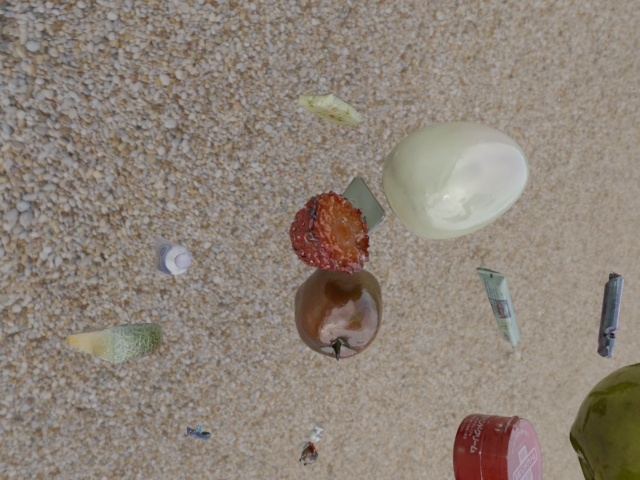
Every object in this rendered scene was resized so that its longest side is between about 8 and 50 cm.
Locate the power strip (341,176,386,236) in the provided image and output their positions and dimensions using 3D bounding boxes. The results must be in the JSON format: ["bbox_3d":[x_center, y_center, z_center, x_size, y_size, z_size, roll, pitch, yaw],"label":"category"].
[{"bbox_3d":[0.139,-0.090,1.652,0.064,0.213,0.198,7,133,-40],"label":"power strip"}]

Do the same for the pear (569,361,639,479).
[{"bbox_3d":[0.541,0.302,0.683,0.307,0.253,0.253,-15,131,16],"label":"pear"}]

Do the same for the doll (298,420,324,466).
[{"bbox_3d":[-0.017,0.434,0.992,0.040,0.058,0.085,26,107,-32],"label":"doll"}]

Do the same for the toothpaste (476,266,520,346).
[{"bbox_3d":[0.379,0.144,0.969,0.038,0.060,0.233,-46,125,-24],"label":"toothpaste"}]

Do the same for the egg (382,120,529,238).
[{"bbox_3d":[0.319,-0.149,1.131,0.283,0.345,0.283,27,57,-49],"label":"egg"}]

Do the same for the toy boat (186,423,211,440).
[{"bbox_3d":[-0.344,0.540,1.319,0.083,0.038,0.038,36,85,-37],"label":"toy boat"}]

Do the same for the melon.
[{"bbox_3d":[-0.317,0.162,0.787,0.182,0.098,0.054,9,81,-66],"label":"melon"}]

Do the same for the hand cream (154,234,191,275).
[{"bbox_3d":[-0.296,0.035,0.905,0.053,0.142,0.084,0,94,-43],"label":"hand cream"}]

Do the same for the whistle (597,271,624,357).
[{"bbox_3d":[0.588,0.152,0.946,0.033,0.033,0.177,-6,102,-38],"label":"whistle"}]

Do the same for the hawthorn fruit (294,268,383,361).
[{"bbox_3d":[0.051,0.214,1.348,0.267,0.301,0.268,1,127,1],"label":"hawthorn fruit"}]

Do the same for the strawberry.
[{"bbox_3d":[0.000,0.000,1.177,0.234,0.178,0.234,27,50,-38],"label":"strawberry"}]

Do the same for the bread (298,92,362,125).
[{"bbox_3d":[0.021,-0.241,0.860,0.153,0.068,0.028,0,98,-66],"label":"bread"}]

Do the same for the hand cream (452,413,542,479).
[{"bbox_3d":[0.380,0.472,0.996,0.193,0.125,0.193,16,68,-45],"label":"hand cream"}]
